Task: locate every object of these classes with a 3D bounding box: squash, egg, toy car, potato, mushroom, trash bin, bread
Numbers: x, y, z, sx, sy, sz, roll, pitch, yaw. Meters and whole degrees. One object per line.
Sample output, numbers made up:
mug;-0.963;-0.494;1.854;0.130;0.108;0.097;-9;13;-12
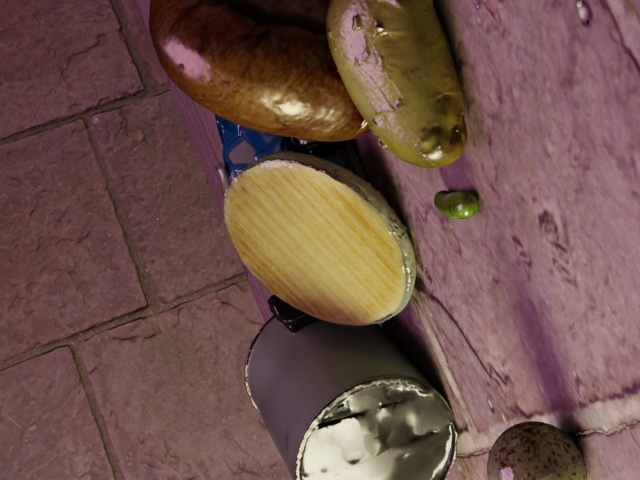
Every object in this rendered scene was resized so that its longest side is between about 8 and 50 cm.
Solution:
squash;0.123;-0.033;0.942;0.089;0.027;0.027;-164;54;-80
egg;0.191;0.207;0.894;0.110;0.085;0.085;58;178;-35
toy car;-0.050;-0.087;1.368;0.314;0.166;0.198;-124;13;-50
potato;0.066;-0.148;0.849;0.105;0.085;0.188;-15;102;49
mushroom;-0.032;-0.201;0.964;0.254;0.267;0.267;-49;59;48
trash bin;0.033;0.223;1.373;0.277;0.217;0.262;65;172;-25
bread;0.000;0.000;1.236;0.267;0.040;0.267;22;139;21
